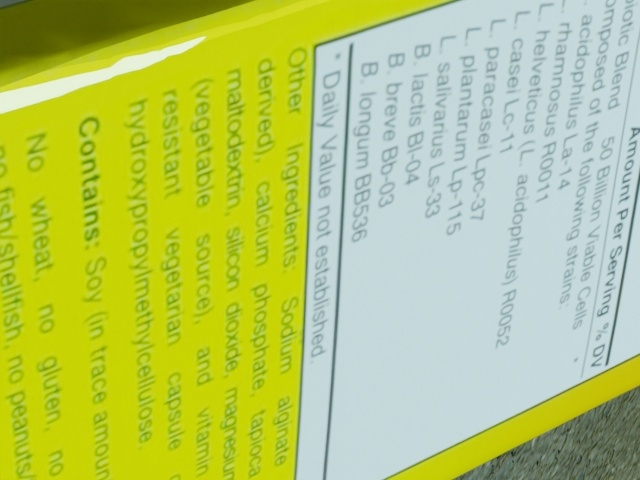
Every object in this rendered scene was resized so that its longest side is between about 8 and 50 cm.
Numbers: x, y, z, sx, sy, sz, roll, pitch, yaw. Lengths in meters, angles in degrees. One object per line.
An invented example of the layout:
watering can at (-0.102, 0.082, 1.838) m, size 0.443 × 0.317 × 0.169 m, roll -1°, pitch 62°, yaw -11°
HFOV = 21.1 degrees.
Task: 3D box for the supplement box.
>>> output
supplement box at (-0.058, -0.028, 0.507) m, size 0.356 × 0.195 × 0.194 m, roll -21°, pitch 132°, yaw -31°
